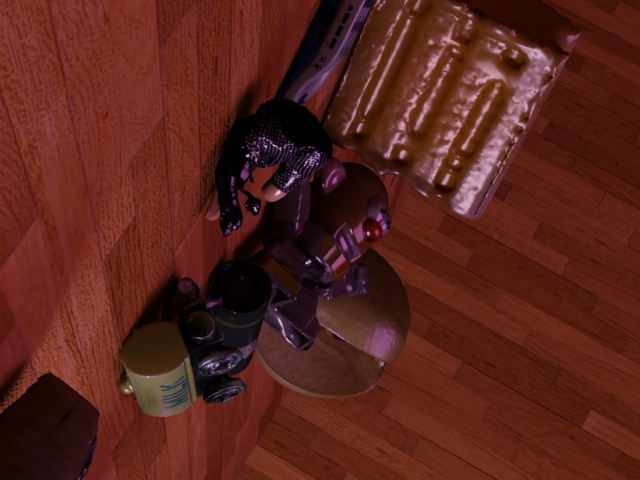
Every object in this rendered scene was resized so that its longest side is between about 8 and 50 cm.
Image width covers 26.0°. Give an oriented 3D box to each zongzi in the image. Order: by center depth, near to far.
[{"bbox_3d":[-0.316,0.273,1.328,0.256,0.115,0.228,-59,180,39],"label":"zongzi"}]

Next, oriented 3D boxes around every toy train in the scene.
[{"bbox_3d":[0.003,-0.236,1.744,0.233,0.051,0.052,-63,168,15],"label":"toy train"},{"bbox_3d":[-0.184,0.161,1.781,0.157,0.105,0.253,-20,161,-9],"label":"toy train"}]

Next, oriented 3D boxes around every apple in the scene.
[{"bbox_3d":[0.021,0.138,2.442,0.292,0.254,0.292,-58,-173,11],"label":"apple"}]

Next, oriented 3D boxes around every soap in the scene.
[{"bbox_3d":[0.190,-0.240,2.079,0.156,0.293,0.335,-56,171,-54],"label":"soap"}]

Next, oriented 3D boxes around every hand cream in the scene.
[{"bbox_3d":[-0.184,0.093,1.831,0.052,0.038,0.216,-29,167,-16],"label":"hand cream"}]

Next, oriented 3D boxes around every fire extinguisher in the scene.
[{"bbox_3d":[-0.139,0.137,2.075,0.118,0.093,0.294,-28,158,-25],"label":"fire extinguisher"}]

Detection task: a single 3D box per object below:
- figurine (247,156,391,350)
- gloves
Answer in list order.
[{"bbox_3d":[-0.001,-0.001,2.157,0.285,0.167,0.342,-54,167,-26],"label":"figurine"},{"bbox_3d":[-0.083,-0.087,1.652,0.181,0.106,0.129,-33,-176,26],"label":"gloves"}]
